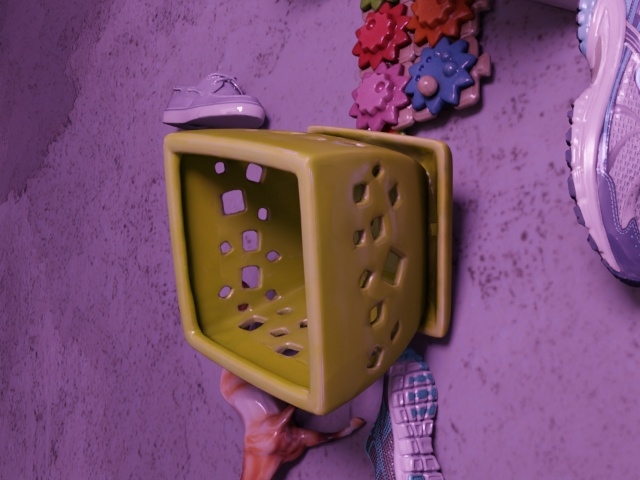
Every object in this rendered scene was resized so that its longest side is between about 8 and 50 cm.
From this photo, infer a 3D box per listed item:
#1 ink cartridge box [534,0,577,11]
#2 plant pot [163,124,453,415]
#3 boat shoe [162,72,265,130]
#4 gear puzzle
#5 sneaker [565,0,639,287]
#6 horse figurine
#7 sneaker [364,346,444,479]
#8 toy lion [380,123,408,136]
[{"bbox_3d":[0.164,-0.360,0.601,0.129,0.308,0.223,37,106,47],"label":"ink cartridge box"},{"bbox_3d":[0.000,0.000,0.706,0.227,0.207,0.228,17,116,48],"label":"plant pot"},{"bbox_3d":[-0.157,-0.202,1.046,0.228,0.079,0.081,9,89,50],"label":"boat shoe"},{"bbox_3d":[0.103,-0.288,0.822,0.176,0.044,0.338,-13,66,40],"label":"gear puzzle"},{"bbox_3d":[0.267,-0.105,0.569,0.122,0.110,0.282,-4,77,39],"label":"sneaker"},{"bbox_3d":[-0.059,0.175,0.850,0.174,0.066,0.263,-44,53,21],"label":"horse figurine"},{"bbox_3d":[0.072,0.188,0.716,0.076,0.065,0.166,-20,63,45],"label":"sneaker"},{"bbox_3d":[0.076,-0.089,0.815,0.100,0.034,0.096,0,71,45],"label":"toy lion"}]
